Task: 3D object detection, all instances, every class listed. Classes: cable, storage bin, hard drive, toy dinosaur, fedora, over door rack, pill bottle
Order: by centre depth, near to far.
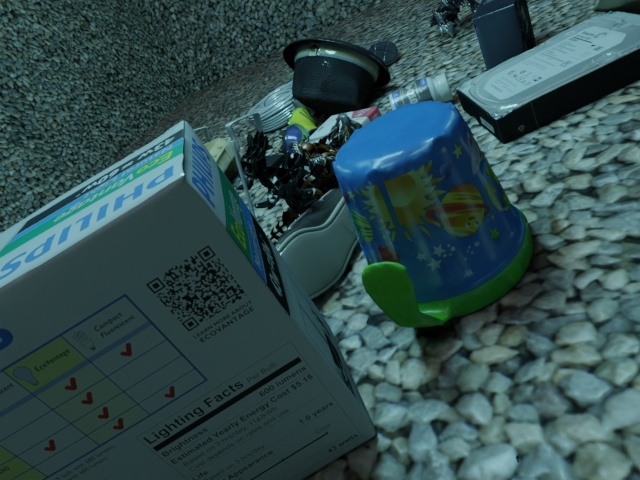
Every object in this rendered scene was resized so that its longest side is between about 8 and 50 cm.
[{"bbox_3d":[-0.188,-0.046,0.828,0.108,0.324,0.240,-12,13,-34],"label":"over door rack"},{"bbox_3d":[-0.032,-0.100,0.910,0.164,0.218,0.321,11,82,39],"label":"toy dinosaur"},{"bbox_3d":[0.462,-0.327,0.913,0.339,0.064,0.236,-24,30,11],"label":"hard drive"},{"bbox_3d":[0.241,-0.341,1.127,0.137,0.078,0.078,-20,31,21],"label":"pill bottle"},{"bbox_3d":[-0.172,-0.217,1.383,0.135,0.022,0.094,7,47,49],"label":"hard drive"},{"bbox_3d":[0.033,-0.464,1.401,0.334,0.334,0.152,14,88,52],"label":"fedora"},{"bbox_3d":[-0.380,-0.170,1.406,0.261,0.123,0.262,-19,31,20],"label":"storage bin"},{"bbox_3d":[-0.141,-0.489,1.709,0.257,0.089,0.257,-2,41,43],"label":"cable"}]

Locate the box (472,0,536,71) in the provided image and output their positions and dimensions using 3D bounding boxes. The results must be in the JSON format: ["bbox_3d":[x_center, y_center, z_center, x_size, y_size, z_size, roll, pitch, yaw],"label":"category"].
[{"bbox_3d":[0.426,-0.475,1.080,0.093,0.156,0.158,-6,38,36],"label":"box"}]

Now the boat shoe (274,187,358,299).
[{"bbox_3d":[0.000,0.000,0.813,0.335,0.112,0.096,-46,16,-34],"label":"boat shoe"}]

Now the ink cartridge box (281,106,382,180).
[{"bbox_3d":[0.038,-0.210,1.103,0.159,0.092,0.218,4,46,47],"label":"ink cartridge box"}]

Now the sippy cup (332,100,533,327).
[{"bbox_3d":[0.135,-0.051,0.629,0.240,0.224,0.305,-30,29,4],"label":"sippy cup"}]

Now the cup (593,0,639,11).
[{"bbox_3d":[0.709,-0.595,0.887,0.237,0.331,0.331,19,50,18],"label":"cup"}]

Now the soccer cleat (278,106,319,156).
[{"bbox_3d":[-0.044,-0.314,1.374,0.121,0.093,0.289,6,32,4],"label":"soccer cleat"}]

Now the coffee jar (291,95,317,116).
[{"bbox_3d":[-0.015,-0.500,1.595,0.079,0.096,0.184,-11,34,46],"label":"coffee jar"}]

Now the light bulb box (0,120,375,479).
[{"bbox_3d":[-0.191,0.127,0.520,0.358,0.361,0.225,-31,29,0],"label":"light bulb box"}]

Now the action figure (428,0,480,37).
[{"bbox_3d":[0.433,-0.729,1.495,0.164,0.140,0.276,-34,2,11],"label":"action figure"}]

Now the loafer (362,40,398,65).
[{"bbox_3d":[0.113,-0.604,1.603,0.303,0.109,0.095,-15,9,-13],"label":"loafer"}]
